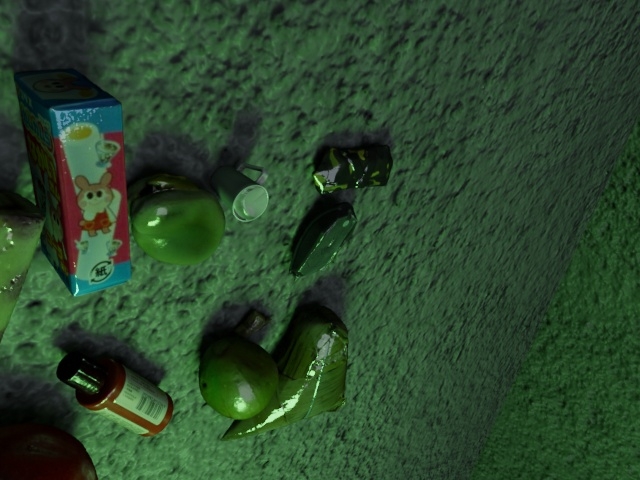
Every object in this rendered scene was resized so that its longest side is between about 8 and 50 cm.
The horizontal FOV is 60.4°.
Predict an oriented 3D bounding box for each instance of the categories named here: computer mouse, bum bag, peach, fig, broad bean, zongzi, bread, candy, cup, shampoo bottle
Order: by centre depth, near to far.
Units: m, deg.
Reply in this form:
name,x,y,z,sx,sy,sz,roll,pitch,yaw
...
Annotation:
name,x,y,z,sx,sy,sz,roll,pitch,yaw
bread,-0.547,0.082,0.804,0.187,0.155,0.338,11,111,-50
candy,-0.369,-0.085,0.832,0.100,0.157,0.305,-17,130,-37
broad bean,-0.264,-0.039,1.017,0.169,0.100,0.228,-25,146,-14
cup,-0.147,-0.104,1.046,0.104,0.116,0.074,-53,138,5
peach,-0.565,0.465,1.047,0.258,0.201,0.361,-8,119,10
shampoo bottle,-0.418,0.309,1.121,0.104,0.104,0.278,-42,139,-9
bum bag,0.076,-0.162,1.242,0.233,0.060,0.106,-11,117,-38
fig,-0.193,0.308,1.270,0.181,0.181,0.191,-35,130,-17
computer mouse,-0.003,-0.002,1.287,0.126,0.071,0.231,-2,132,-57
zongzi,-0.162,0.208,1.332,0.076,0.040,0.083,-44,156,3
zongzi,-0.098,0.347,1.407,0.361,0.160,0.322,-16,123,-24
